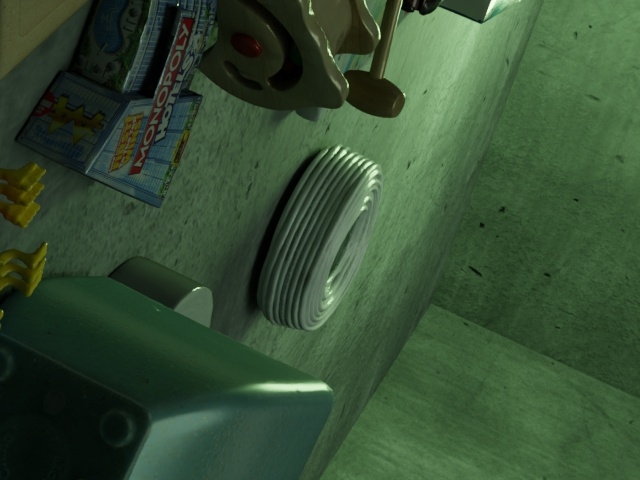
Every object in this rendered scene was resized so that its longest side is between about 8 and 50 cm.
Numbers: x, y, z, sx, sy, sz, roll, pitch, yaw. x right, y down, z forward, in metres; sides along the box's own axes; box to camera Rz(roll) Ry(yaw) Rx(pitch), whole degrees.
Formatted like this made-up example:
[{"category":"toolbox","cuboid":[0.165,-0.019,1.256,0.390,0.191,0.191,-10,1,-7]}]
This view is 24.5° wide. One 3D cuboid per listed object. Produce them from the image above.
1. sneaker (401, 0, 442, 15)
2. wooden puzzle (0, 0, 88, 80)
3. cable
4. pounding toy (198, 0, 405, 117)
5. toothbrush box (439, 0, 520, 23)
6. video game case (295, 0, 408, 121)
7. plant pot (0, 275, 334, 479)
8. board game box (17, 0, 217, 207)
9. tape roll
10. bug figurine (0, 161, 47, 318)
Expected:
[{"category":"sneaker","cuboid":[0.132,-0.337,1.641,0.162,0.106,0.281,-59,168,-14]},{"category":"wooden puzzle","cuboid":[-0.109,-0.298,0.838,0.322,0.080,0.348,-54,169,-45]},{"category":"cable","cuboid":[0.000,0.000,1.963,0.257,0.089,0.257,-68,169,16]},{"category":"pounding toy","cuboid":[-0.022,-0.213,1.289,0.155,0.154,0.269,-61,149,-23]},{"category":"toothbrush box","cuboid":[0.238,-0.437,2.058,0.295,0.126,0.216,-41,154,-68]},{"category":"video game case","cuboid":[0.078,-0.337,1.742,0.329,0.036,0.300,-54,164,-48]},{"category":"plant pot","cuboid":[-0.172,0.171,1.137,0.247,0.247,0.252,-65,164,-1]},{"category":"board game box","cuboid":[-0.144,-0.113,1.101,0.194,0.060,0.194,-68,170,12]},{"category":"tape roll","cuboid":[-0.184,0.128,1.405,0.219,0.072,0.219,-60,168,-23]},{"category":"bug figurine","cuboid":[-0.256,0.060,0.900,0.279,0.072,0.216,-62,176,-46]}]
